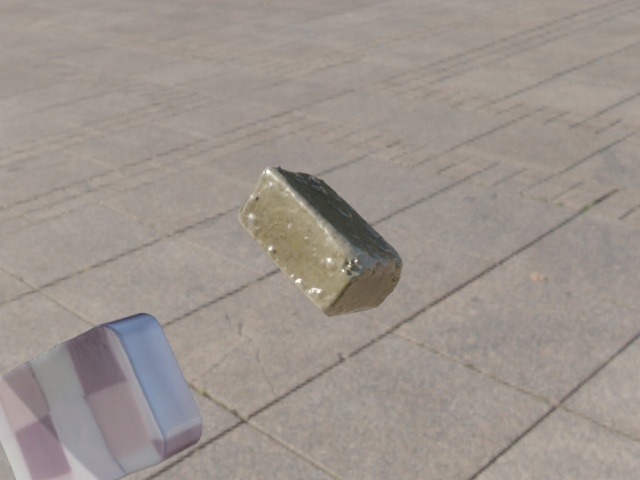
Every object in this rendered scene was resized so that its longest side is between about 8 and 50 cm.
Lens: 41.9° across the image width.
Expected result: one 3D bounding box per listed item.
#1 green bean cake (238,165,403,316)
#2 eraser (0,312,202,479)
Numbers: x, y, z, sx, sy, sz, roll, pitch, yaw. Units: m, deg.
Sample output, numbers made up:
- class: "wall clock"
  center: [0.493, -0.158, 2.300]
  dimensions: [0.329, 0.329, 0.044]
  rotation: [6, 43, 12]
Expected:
- class: "green bean cake"
  center: [0.000, 0.000, 0.947]
  dimensions: [0.179, 0.085, 0.109]
  rotation: [46, 21, 28]
- class: "eraser"
  center: [-0.104, 0.077, 0.375]
  dimensions: [0.105, 0.065, 0.026]
  rotation: [-28, -8, 33]
